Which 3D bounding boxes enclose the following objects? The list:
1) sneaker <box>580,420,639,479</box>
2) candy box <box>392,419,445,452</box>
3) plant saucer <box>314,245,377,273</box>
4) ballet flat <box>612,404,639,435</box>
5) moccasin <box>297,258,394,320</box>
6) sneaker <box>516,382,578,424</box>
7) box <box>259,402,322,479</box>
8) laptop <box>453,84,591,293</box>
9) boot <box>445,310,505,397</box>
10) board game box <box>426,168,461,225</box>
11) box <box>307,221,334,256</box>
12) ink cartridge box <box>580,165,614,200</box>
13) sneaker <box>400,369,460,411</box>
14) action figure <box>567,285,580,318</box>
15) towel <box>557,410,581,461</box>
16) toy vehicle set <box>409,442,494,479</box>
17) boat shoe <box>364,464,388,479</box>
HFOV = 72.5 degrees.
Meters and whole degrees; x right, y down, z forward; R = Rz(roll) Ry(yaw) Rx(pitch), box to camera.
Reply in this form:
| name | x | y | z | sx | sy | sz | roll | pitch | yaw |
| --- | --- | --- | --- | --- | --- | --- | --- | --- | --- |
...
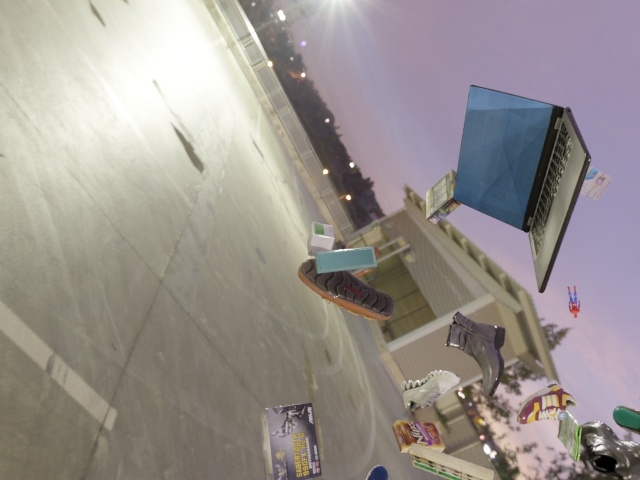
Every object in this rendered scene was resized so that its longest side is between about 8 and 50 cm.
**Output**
| name | x | y | z | sx | sy | sz | roll | pitch | yaw |
| --- | --- | --- | --- | --- | --- | --- | --- | --- | --- |
| sneaker | 0.864 | 0.642 | 1.334 | 0.286 | 0.130 | 0.109 | 123 | -51 | -83 |
| candy box | 0.387 | 0.778 | 1.725 | 0.186 | 0.053 | 0.109 | 12 | 32 | -21 |
| plant saucer | 0.080 | 0.057 | 1.337 | 0.018 | 0.191 | 0.067 | 125 | -42 | -72 |
| ballet flat | 0.813 | 0.457 | 1.069 | 0.213 | 0.068 | 0.072 | 90 | 18 | -85 |
| moccasin | 0.086 | 0.186 | 1.609 | 0.379 | 0.147 | 0.139 | 23 | 60 | -14 |
| sneaker | 0.626 | 0.464 | 1.203 | 0.084 | 0.185 | 0.070 | 37 | -38 | 50 |
| box | -0.098 | 0.660 | 1.422 | 0.183 | 0.056 | 0.231 | 8 | 62 | -36 |
| laptop | 0.486 | -0.149 | 1.146 | 0.408 | 0.236 | 0.382 | -67 | 158 | -49 |
| boot | 0.606 | 0.450 | 1.745 | 0.338 | 0.222 | 0.118 | -60 | 163 | -49 |
| board game box | 0.450 | -0.157 | 1.590 | 0.048 | 0.141 | 0.170 | 30 | 42 | -14 |
| box | 0.000 | 0.000 | 1.700 | 0.101 | 0.087 | 0.102 | -95 | -162 | -59 |
| ink cartridge box | 0.889 | -0.193 | 1.438 | 0.122 | 0.089 | 0.052 | 14 | 27 | -28 |
| sneaker | 0.455 | 0.623 | 1.800 | 0.110 | 0.292 | 0.118 | 31 | 43 | -22 |
| action figure | 0.924 | 0.226 | 1.591 | 0.030 | 0.038 | 0.115 | 29 | 60 | -51 |
| towel | 0.785 | 0.608 | 1.381 | 0.152 | 0.023 | 0.113 | 0 | 93 | -77 |
| toy vehicle set | 0.440 | 0.770 | 1.476 | 0.035 | 0.266 | 0.166 | -63 | 149 | -33 |
| boat shoe | 0.178 | 0.885 | 1.579 | 0.066 | 0.066 | 0.183 | 45 | 33 | 23 |
